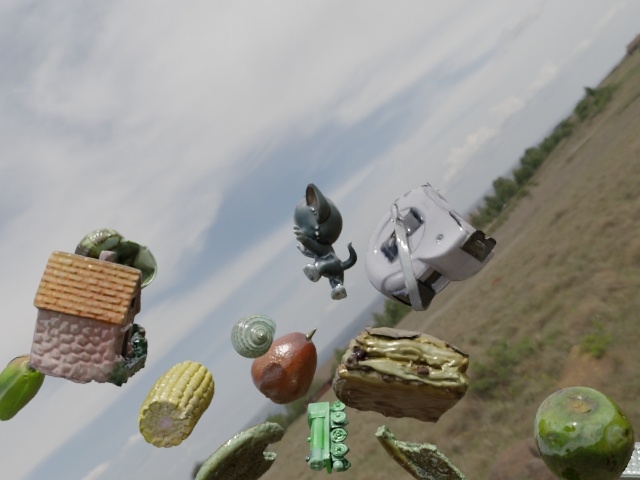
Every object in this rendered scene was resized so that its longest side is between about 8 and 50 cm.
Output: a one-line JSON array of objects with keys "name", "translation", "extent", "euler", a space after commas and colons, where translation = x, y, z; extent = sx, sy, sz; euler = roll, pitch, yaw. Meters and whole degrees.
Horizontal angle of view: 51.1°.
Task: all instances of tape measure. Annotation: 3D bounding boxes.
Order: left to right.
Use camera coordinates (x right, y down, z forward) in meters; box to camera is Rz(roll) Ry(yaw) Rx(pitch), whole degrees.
[{"name": "tape measure", "translation": [0.165, 0.014, 1.134], "extent": [0.197, 0.120, 0.236], "euler": [-52, 30, 13]}]

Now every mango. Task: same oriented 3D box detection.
[{"name": "mango", "translation": [-0.815, 0.393, 1.797], "extent": [0.233, 0.111, 0.125], "euler": [-52, 6, 27]}]

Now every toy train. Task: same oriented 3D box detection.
[{"name": "toy train", "translation": [0.019, 0.530, 1.818], "extent": [0.119, 0.085, 0.251], "euler": [-6, 23, 4]}]

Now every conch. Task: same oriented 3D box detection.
[{"name": "conch", "translation": [-0.506, 0.050, 1.643], "extent": [0.187, 0.181, 0.124], "euler": [-11, -7, -21]}, {"name": "conch", "translation": [-0.184, 0.248, 1.803], "extent": [0.153, 0.102, 0.135], "euler": [9, 49, 50]}]

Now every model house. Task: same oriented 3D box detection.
[{"name": "model house", "translation": [-0.457, 0.146, 1.406], "extent": [0.237, 0.202, 0.237], "euler": [-50, -29, -80]}]

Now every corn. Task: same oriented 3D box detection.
[{"name": "corn", "translation": [-0.225, 0.253, 1.058], "extent": [0.093, 0.093, 0.244], "euler": [-45, 0, 1]}]

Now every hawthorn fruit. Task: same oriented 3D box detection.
[{"name": "hawthorn fruit", "translation": [-0.091, 0.360, 1.989], "extent": [0.251, 0.199, 0.199], "euler": [-56, -8, 1]}]

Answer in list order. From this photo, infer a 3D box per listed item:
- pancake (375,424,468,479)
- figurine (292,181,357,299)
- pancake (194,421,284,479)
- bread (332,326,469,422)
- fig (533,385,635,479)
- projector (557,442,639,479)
[{"name": "pancake", "translation": [0.316, 0.663, 1.954], "extent": [0.054, 0.376, 0.197], "euler": [-41, -36, -38]}, {"name": "figurine", "translation": [0.005, 0.001, 1.567], "extent": [0.140, 0.265, 0.193], "euler": [-34, -22, 8]}, {"name": "pancake", "translation": [-0.180, 0.487, 1.417], "extent": [0.253, 0.037, 0.254], "euler": [-33, -32, -24]}, {"name": "bread", "translation": [0.171, 0.281, 1.469], "extent": [0.324, 0.277, 0.167], "euler": [86, -167, -63]}, {"name": "fig", "translation": [0.562, 0.455, 1.411], "extent": [0.206, 0.275, 0.206], "euler": [-15, 19, 5]}, {"name": "projector", "translation": [0.739, 0.581, 1.688], "extent": [0.256, 0.192, 0.099], "euler": [-11, 48, 30]}]
